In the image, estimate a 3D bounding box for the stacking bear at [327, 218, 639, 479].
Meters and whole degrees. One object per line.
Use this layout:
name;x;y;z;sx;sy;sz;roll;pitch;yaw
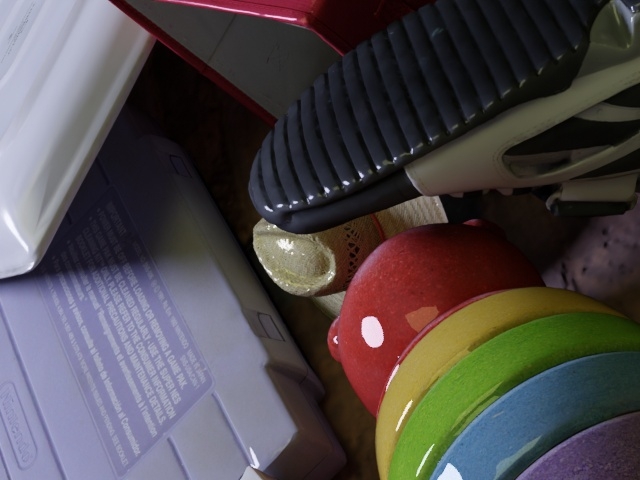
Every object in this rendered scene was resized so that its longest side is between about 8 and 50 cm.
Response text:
stacking bear;0.096;0.092;0.737;0.175;0.164;0.289;-43;36;4

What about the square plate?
square plate;-0.190;-0.127;1.129;0.344;0.049;0.347;-10;53;61

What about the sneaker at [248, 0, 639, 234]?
sneaker;0.130;-0.059;0.786;0.330;0.146;0.122;-24;34;12

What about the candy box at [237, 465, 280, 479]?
candy box;-0.046;0.252;0.821;0.233;0.071;0.159;-53;40;3

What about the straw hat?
straw hat;0.000;0.000;0.900;0.144;0.061;0.144;23;123;41

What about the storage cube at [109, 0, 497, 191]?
storage cube;0.029;-0.166;0.946;0.215;0.184;0.193;18;76;48

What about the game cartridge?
game cartridge;-0.130;0.083;1.027;0.230;0.068;0.355;-42;42;9
